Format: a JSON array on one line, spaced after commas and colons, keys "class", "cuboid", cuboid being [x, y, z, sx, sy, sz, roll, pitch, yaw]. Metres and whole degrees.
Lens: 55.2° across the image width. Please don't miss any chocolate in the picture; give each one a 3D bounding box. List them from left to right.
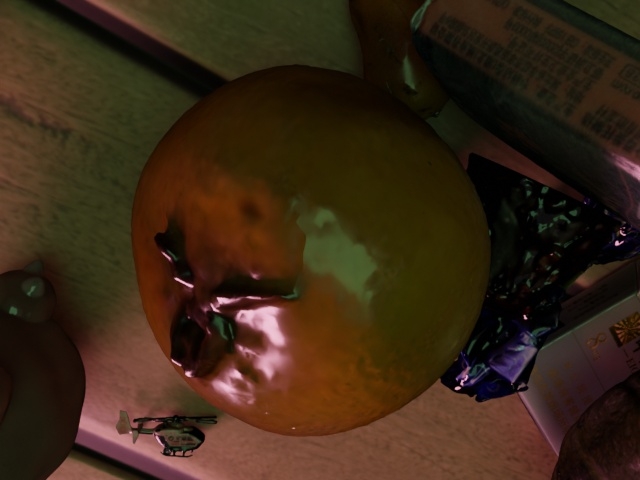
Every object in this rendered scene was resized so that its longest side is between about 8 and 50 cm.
[{"class": "chocolate", "cuboid": [0.188, 0.006, 0.594, 0.156, 0.156, 0.133, 25, 100, -9]}, {"class": "chocolate", "cuboid": [0.258, 0.039, 0.691, 0.343, 0.126, 0.148, -47, 63, 10]}]

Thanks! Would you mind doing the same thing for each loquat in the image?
[{"class": "loquat", "cuboid": [0.000, 0.000, 0.572, 0.328, 0.359, 0.328, 17, 120, 32]}]

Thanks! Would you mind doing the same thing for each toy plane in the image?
[{"class": "toy plane", "cuboid": [-0.188, 0.234, 0.745, 0.120, 0.031, 0.049, 5, 98, -8]}]

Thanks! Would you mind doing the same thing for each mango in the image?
[{"class": "mango", "cuboid": [0.089, -0.201, 0.630, 0.105, 0.084, 0.159, -20, 105, -5]}]

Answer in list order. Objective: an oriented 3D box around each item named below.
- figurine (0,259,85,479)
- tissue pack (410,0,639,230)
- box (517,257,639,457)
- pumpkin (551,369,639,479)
[{"class": "figurine", "cuboid": [-0.379, 0.216, 0.641, 0.203, 0.248, 0.381, 28, 113, -15]}, {"class": "tissue pack", "cuboid": [0.245, -0.094, 0.524, 0.315, 0.228, 0.103, 43, 102, 26]}, {"class": "box", "cuboid": [0.350, 0.135, 0.738, 0.243, 0.067, 0.155, -33, 106, 5]}, {"class": "pumpkin", "cuboid": [0.401, 0.261, 0.649, 0.320, 0.192, 0.320, -7, 123, -11]}]
